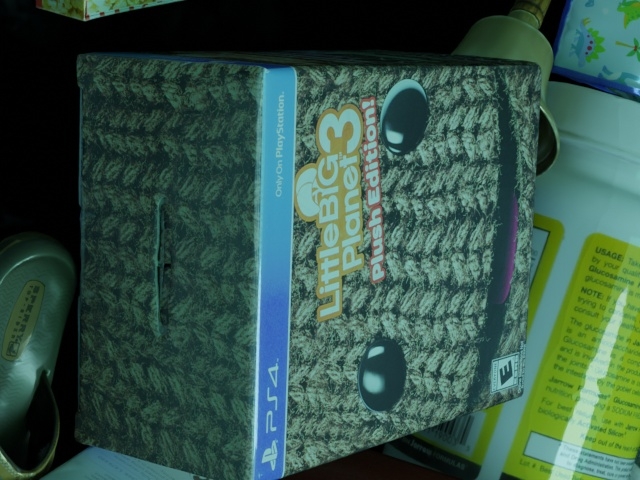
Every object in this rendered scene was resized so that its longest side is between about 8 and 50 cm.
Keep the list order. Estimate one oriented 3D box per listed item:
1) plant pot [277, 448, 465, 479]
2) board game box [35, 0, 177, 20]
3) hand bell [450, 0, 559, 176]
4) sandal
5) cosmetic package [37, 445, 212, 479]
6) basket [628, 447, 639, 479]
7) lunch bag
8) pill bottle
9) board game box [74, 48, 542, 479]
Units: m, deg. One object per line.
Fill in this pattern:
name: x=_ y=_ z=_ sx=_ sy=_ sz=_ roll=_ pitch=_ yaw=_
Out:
plant pot: x=0.034 y=0.259 z=1.074 sx=0.272 sy=0.265 sz=0.272 roll=-23 pitch=122 yaw=-43
board game box: x=-0.091 y=-0.231 z=0.885 sx=0.147 sy=0.045 sz=0.193 roll=-19 pitch=120 yaw=-45
hand bell: x=0.158 y=-0.175 z=1.190 sx=0.242 sy=0.126 sz=0.126 roll=-63 pitch=143 yaw=-29
sandal: x=-0.179 y=0.106 z=0.913 sx=0.090 sy=0.060 sz=0.219 roll=18 pitch=92 yaw=-52
cosmetic package: x=-0.153 y=0.201 z=0.899 sx=0.231 sy=0.085 sz=0.117 roll=-27 pitch=145 yaw=-62
basket: x=0.406 y=0.196 z=1.462 sx=0.328 sy=0.331 sz=0.266 roll=-45 pitch=141 yaw=-29
lunch bag: x=0.268 y=-0.180 z=1.311 sx=0.151 sy=0.096 sz=0.128 roll=13 pitch=95 yaw=-23
pill bottle: x=0.184 y=0.056 z=1.231 sx=0.188 sy=0.188 sz=0.334 roll=18 pitch=92 yaw=-52
board game box: x=0.000 y=0.000 z=0.986 sx=0.291 sy=0.141 sz=0.232 roll=-10 pitch=105 yaw=-51
